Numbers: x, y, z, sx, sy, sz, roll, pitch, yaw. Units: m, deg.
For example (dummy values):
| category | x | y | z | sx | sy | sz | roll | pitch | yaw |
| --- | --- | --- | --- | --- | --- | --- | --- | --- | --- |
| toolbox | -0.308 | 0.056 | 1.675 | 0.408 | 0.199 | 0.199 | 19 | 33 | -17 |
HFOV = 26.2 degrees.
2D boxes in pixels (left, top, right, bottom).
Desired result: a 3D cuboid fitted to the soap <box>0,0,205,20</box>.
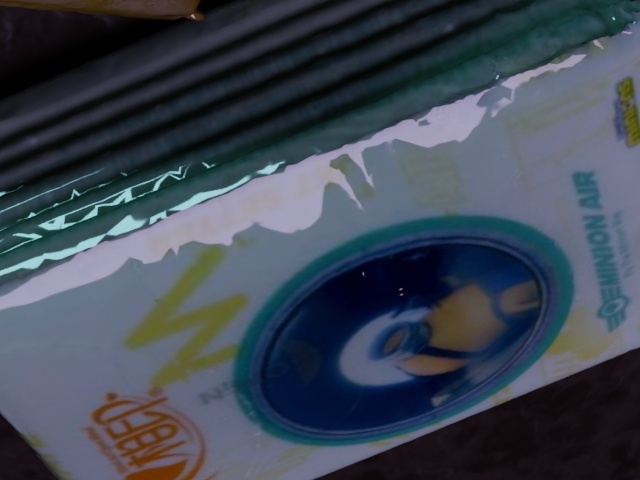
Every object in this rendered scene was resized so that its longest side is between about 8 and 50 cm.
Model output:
| category | x | y | z | sx | sy | sz | roll | pitch | yaw |
| --- | --- | --- | --- | --- | --- | --- | --- | --- | --- |
| soap | -0.176 | -0.241 | 0.482 | 0.335 | 0.156 | 0.293 | 4 | 133 | -21 |

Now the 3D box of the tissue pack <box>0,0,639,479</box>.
| category | x | y | z | sx | sy | sz | roll | pitch | yaw |
| --- | --- | --- | --- | --- | --- | --- | --- | --- | --- |
| tissue pack | 0.000 | 0.000 | 0.789 | 0.388 | 0.162 | 0.287 | -23 | 138 | 2 |
